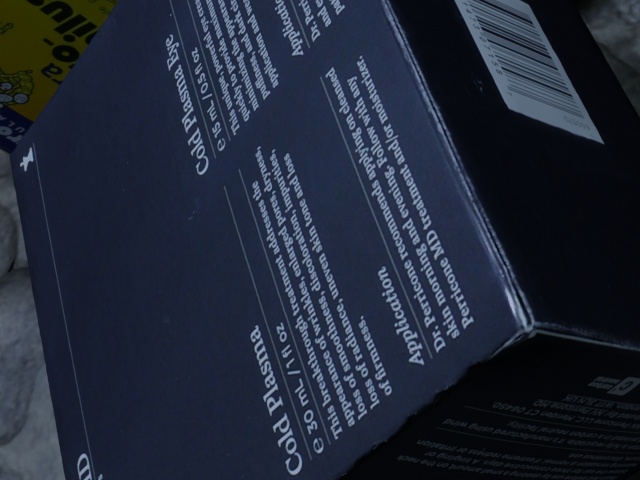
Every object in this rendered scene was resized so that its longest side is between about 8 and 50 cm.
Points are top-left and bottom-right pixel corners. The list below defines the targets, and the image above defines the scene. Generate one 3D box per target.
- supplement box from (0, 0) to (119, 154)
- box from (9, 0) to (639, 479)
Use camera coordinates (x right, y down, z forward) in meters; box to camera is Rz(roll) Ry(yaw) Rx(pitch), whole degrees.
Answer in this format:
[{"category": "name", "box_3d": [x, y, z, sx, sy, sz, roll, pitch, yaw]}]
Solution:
[{"category": "supplement box", "box_3d": [-0.127, -0.221, 0.786, 0.356, 0.195, 0.194, -22, 55, 29]}, {"category": "box", "box_3d": [0.000, 0.000, 0.607, 0.312, 0.179, 0.343, -44, 50, 34]}]
